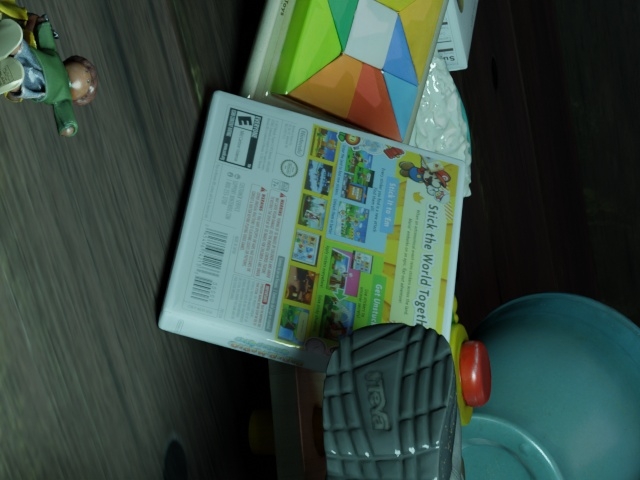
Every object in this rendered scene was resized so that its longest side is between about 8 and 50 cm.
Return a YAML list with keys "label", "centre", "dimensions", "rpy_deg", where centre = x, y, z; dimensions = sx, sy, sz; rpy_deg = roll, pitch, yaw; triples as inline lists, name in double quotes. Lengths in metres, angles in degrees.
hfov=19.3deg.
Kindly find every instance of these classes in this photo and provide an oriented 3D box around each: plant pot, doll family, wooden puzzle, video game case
- label: "plant pot"
  centre: [0.233, 0.227, 2.099]
  dimensions: [0.255, 0.271, 0.272]
  rpy_deg: [-36, 122, -57]
- label: "doll family"
  centre: [-0.172, -0.147, 1.008]
  dimensions: [0.111, 0.076, 0.193]
  rpy_deg: [5, 78, -70]
- label: "wooden puzzle"
  centre: [0.035, -0.179, 1.588]
  dimensions: [0.238, 0.044, 0.221]
  rpy_deg: [18, 86, -51]
- label: "video game case"
  centre: [0.000, 0.000, 1.385]
  dimensions: [0.026, 0.206, 0.227]
  rpy_deg: [113, -10, -47]

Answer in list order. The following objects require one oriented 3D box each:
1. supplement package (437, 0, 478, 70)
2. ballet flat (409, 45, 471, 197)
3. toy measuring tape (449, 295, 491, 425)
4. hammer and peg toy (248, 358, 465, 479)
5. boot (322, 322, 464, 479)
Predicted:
- label: "supplement package"
  centre: [0.064, -0.295, 1.816]
  dimensions: [0.139, 0.133, 0.244]
  rpy_deg: [-77, 157, -48]
- label: "ballet flat"
  centre: [0.031, -0.177, 1.736]
  dimensions: [0.147, 0.147, 0.409]
  rpy_deg: [-75, 153, -51]
- label: "toy measuring tape"
  centre: [0.113, 0.192, 1.908]
  dimensions: [0.121, 0.121, 0.330]
  rpy_deg: [67, 24, -50]
- label: "hammer and peg toy"
  centre: [0.020, 0.145, 1.542]
  dimensions: [0.361, 0.127, 0.266]
  rpy_deg: [11, 73, -75]
- label: "boot"
  centre: [0.047, 0.242, 1.214]
  dimensions: [0.223, 0.118, 0.338]
  rpy_deg: [75, 28, -46]
